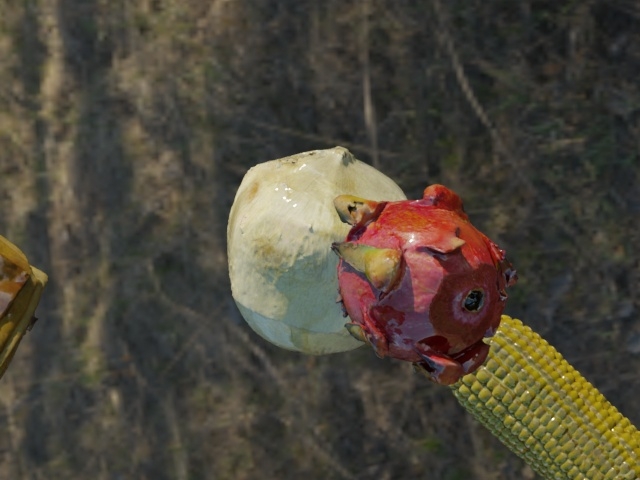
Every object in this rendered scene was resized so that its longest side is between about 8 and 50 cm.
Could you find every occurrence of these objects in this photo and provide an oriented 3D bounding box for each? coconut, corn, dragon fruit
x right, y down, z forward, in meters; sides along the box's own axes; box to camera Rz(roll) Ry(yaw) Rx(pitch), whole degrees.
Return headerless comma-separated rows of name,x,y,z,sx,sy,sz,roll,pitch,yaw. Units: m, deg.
coconut,0.000,0.001,1.336,0.194,0.194,0.194,12,106,53
corn,0.315,0.245,1.852,0.387,0.144,0.144,43,134,7
dragon fruit,0.070,0.025,0.888,0.068,0.112,0.126,175,84,-71

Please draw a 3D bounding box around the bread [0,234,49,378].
bread,-0.568,0.118,1.837,0.314,0.370,0.191,39,151,-13
